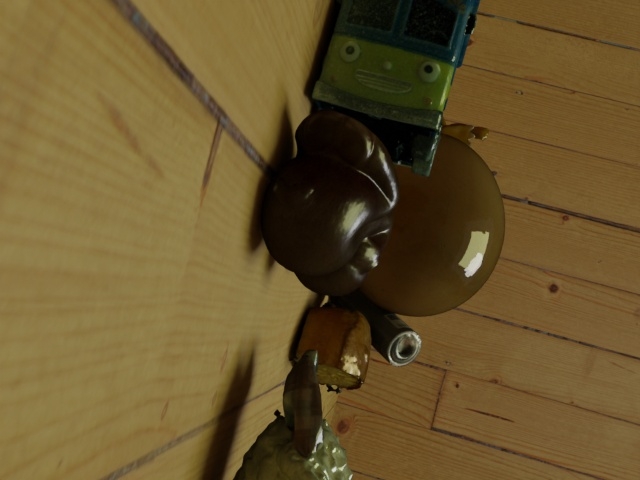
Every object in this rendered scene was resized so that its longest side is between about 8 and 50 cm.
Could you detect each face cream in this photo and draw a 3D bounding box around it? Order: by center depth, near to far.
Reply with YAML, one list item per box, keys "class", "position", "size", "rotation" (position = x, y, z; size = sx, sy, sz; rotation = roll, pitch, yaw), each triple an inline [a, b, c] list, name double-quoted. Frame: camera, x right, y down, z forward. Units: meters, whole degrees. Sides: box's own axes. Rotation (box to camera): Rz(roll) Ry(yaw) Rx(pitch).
- class: "face cream"
  position: [0.090, 0.142, 1.517]
  size: [0.283, 0.073, 0.073]
  rotation: [41, -57, 57]

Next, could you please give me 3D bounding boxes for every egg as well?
- class: "egg"
  position: [0.187, -0.037, 1.466]
  size: [0.301, 0.301, 0.374]
  rotation: [95, 10, -57]

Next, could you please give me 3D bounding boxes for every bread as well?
- class: "bread"
  position: [0.027, 0.182, 1.391]
  size: [0.260, 0.129, 0.134]
  rotation: [91, 15, -71]

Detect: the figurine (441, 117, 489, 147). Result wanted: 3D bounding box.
- class: "figurine"
  position: [0.277, -0.220, 1.976]
  size: [0.387, 0.268, 0.401]
  rotation: [1, 99, -80]

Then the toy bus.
- class: "toy bus"
  position: [0.089, -0.194, 0.966]
  size: [0.312, 0.152, 0.190]
  rotation: [24, 82, -84]

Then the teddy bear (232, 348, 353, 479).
- class: "teddy bear"
  position: [-0.097, 0.367, 0.903]
  size: [0.362, 0.375, 0.327]
  rotation: [64, 4, 6]

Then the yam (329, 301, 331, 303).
- class: "yam"
  position: [0.061, 0.078, 1.734]
  size: [0.061, 0.061, 0.252]
  rotation: [55, 51, -81]

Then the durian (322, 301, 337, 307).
- class: "durian"
  position: [0.021, 0.186, 1.557]
  size: [0.140, 0.071, 0.110]
  rotation: [63, 2, -58]

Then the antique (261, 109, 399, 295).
- class: "antique"
  position: [0.009, -0.017, 0.842]
  size: [0.257, 0.121, 0.143]
  rotation: [79, 34, -74]
